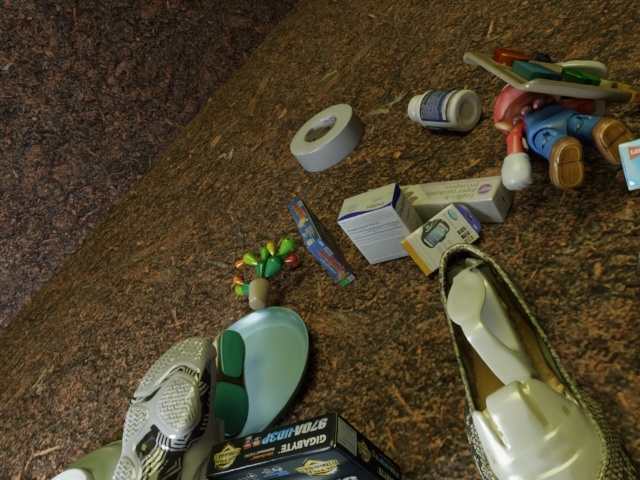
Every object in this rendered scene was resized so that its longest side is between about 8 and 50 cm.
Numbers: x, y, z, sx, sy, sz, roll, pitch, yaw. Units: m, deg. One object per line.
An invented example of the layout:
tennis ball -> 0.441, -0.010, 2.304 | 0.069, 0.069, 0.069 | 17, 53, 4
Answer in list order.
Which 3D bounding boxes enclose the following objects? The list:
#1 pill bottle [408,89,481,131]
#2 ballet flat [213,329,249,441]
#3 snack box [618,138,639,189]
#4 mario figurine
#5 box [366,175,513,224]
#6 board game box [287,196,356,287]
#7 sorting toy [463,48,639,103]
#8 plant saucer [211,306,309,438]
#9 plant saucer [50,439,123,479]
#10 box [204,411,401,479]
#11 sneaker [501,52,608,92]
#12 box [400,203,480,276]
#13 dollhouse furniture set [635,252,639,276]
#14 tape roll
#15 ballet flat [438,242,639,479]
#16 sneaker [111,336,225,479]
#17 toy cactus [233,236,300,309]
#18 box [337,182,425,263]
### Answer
pill bottle -> 0.290, -0.312, 1.270 | 0.094, 0.094, 0.169 | -49, 33, -12
ballet flat -> -0.180, 0.279, 0.998 | 0.086, 0.086, 0.248 | -29, 32, 18
snack box -> 0.503, -0.119, 0.669 | 0.187, 0.060, 0.322 | -13, 0, 36
mario figurine -> 0.420, -0.177, 0.946 | 0.198, 0.170, 0.320 | 6, 27, -5
box -> 0.221, -0.074, 1.084 | 0.324, 0.067, 0.063 | -2, 49, 46
board game box -> 0.000, 0.000, 1.157 | 0.035, 0.136, 0.201 | -37, 33, 7
sorting toy -> 0.440, -0.298, 0.955 | 0.307, 0.041, 0.229 | 1, 30, -17
plant saucer -> -0.144, 0.274, 1.064 | 0.317, 0.044, 0.318 | -26, 35, 21
plant saucer -> -0.488, 0.561, 1.022 | 0.400, 0.100, 0.400 | -26, 35, 20
box -> -0.023, 0.326, 0.750 | 0.220, 0.175, 0.051 | -24, 36, 25
sneaker -> 0.499, -0.364, 1.129 | 0.217, 0.079, 0.121 | -2, 48, 45
box -> 0.227, -0.005, 0.986 | 0.136, 0.028, 0.081 | -37, 76, 3
dollhouse furniture set -> 0.453, 0.040, 0.557 | 0.161, 0.242, 0.212 | -4, 45, 20
tape roll -> 0.018, -0.303, 1.564 | 0.219, 0.072, 0.219 | -28, 34, 21
ballet flat -> 0.234, 0.173, 0.662 | 0.164, 0.182, 0.483 | -29, 34, 16
sneaker -> -0.198, 0.349, 0.824 | 0.137, 0.210, 0.366 | -8, 57, 30
toy cactus -> -0.129, 0.088, 1.215 | 0.219, 0.112, 0.180 | -32, 32, 26
box -> 0.126, -0.031, 1.061 | 0.126, 0.137, 0.072 | -16, 39, 34
